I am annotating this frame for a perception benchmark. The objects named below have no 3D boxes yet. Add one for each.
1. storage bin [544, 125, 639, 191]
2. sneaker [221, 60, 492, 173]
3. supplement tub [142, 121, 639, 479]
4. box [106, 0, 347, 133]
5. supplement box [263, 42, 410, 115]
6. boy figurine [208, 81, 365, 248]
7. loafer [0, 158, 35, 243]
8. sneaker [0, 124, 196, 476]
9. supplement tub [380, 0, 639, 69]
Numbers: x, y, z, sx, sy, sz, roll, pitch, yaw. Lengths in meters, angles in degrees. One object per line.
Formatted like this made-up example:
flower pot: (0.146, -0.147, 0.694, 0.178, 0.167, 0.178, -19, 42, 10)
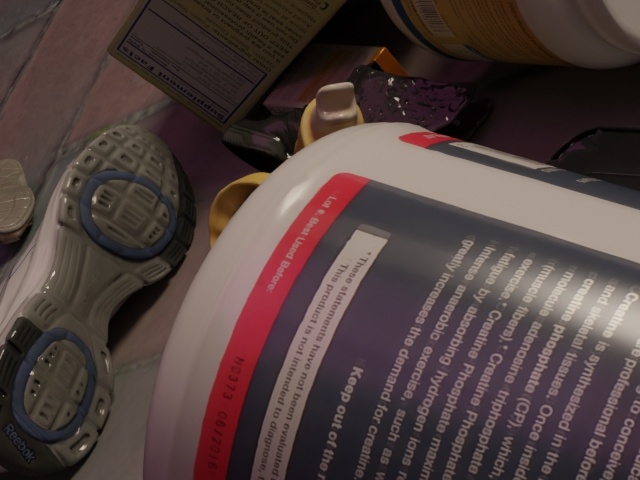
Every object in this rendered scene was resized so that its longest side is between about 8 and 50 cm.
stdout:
storage bin: (0.131, 0.042, 0.669, 0.122, 0.084, 0.180, 8, 58, 55)
sneaker: (0.020, -0.077, 0.972, 0.170, 0.051, 0.089, 17, 75, 35)
supplement tub: (0.099, 0.083, 0.466, 0.272, 0.191, 0.191, 19, 63, 30)
box: (-0.026, -0.231, 1.100, 0.243, 0.117, 0.214, -39, 19, 57)
supplement box: (0.011, -0.105, 1.057, 0.062, 0.036, 0.098, -52, 30, -14)
boy figurine: (0.000, 0.000, 0.823, 0.285, 0.092, 0.177, -145, 56, -74)
loafer: (-0.273, -0.028, 1.318, 0.045, 0.039, 0.125, -10, 33, -8)
sneaker: (-0.188, 0.035, 1.056, 0.129, 0.111, 0.297, -21, 35, 45)
supplement tub: (0.138, -0.175, 0.881, 0.144, 0.144, 0.199, -52, 30, -14)
